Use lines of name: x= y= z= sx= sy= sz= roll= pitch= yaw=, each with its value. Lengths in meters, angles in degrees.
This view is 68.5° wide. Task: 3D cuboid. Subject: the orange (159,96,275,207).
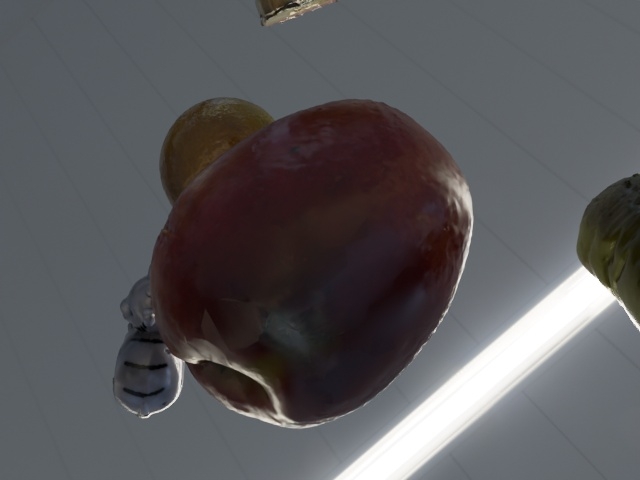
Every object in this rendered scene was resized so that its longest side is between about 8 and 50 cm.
orange: x=-0.160 y=-0.126 z=0.801 sx=0.237 sy=0.236 sz=0.236 roll=-5 pitch=-108 yaw=16

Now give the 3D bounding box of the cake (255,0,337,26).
cake: x=0.025 y=-0.321 z=0.528 sx=0.226 sy=0.109 sz=0.090 roll=-21 pitch=-74 yaw=-4

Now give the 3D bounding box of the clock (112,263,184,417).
clock: x=-0.210 y=0.124 z=0.582 sx=0.080 sy=0.117 sz=0.176 roll=3 pitch=-117 yaw=-11

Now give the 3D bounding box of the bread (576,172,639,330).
bread: x=0.303 y=0.040 z=0.305 sx=0.166 sy=0.112 sz=0.383 roll=-22 pitch=-156 yaw=18

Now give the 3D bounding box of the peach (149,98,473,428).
peach: x=0.000 y=0.000 z=0.468 sx=0.281 sy=0.281 sz=0.338 roll=17 pitch=-126 yaw=21
